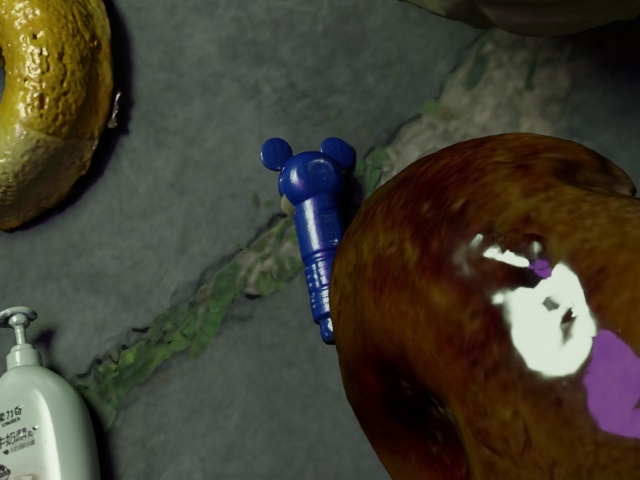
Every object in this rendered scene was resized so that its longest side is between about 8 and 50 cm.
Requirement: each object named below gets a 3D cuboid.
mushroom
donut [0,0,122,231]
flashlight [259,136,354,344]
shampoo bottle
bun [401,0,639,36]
[{"bbox_3d":[0.132,0.079,0.774,0.255,0.267,0.267,1,70,-2],"label":"mushroom"},{"bbox_3d":[-0.197,-0.102,1.116,0.146,0.078,0.181,-7,71,34],"label":"donut"},{"bbox_3d":[0.000,0.000,0.976,0.035,0.057,0.121,138,126,-58],"label":"flashlight"},{"bbox_3d":[-0.168,0.108,1.037,0.077,0.045,0.152,-22,61,25],"label":"shampoo bottle"},{"bbox_3d":[0.037,-0.230,0.830,0.202,0.364,0.364,-47,54,4],"label":"bun"}]
